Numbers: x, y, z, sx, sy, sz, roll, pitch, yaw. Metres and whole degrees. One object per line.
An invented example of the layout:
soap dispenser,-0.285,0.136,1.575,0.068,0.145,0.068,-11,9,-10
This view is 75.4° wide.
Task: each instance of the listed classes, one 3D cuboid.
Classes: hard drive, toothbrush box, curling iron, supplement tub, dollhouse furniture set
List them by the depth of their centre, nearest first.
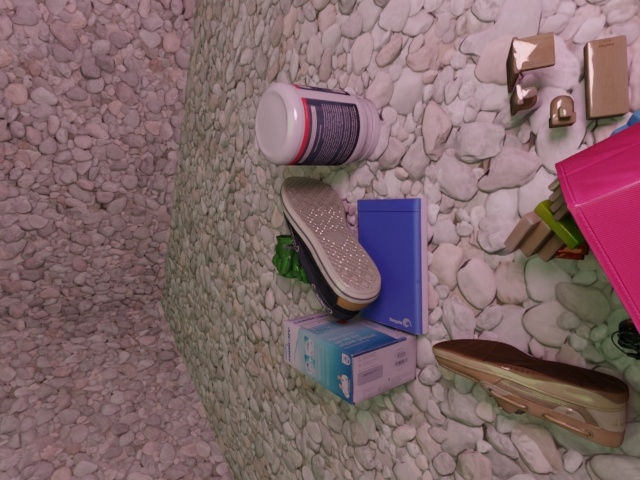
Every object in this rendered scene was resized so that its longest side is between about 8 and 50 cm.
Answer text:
curling iron,0.540,0.109,0.556,0.274,0.035,0.068,-42,67,49
dollhouse furniture set,0.401,-0.260,0.692,0.151,0.123,0.143,-4,93,19
supplement tub,-0.006,-0.282,1.034,0.191,0.272,0.191,12,105,53
hard drive,0.176,0.055,1.038,0.210,0.040,0.318,6,100,53
toothbrush box,0.068,0.281,1.077,0.296,0.217,0.126,9,102,54

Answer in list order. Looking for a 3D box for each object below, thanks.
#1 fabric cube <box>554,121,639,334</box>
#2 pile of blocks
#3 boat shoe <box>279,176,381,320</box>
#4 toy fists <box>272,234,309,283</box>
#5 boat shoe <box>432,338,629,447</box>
fabric cube,0.422,-0.017,0.400,0.258,0.259,0.254,-31,93,32
pile of blocks,0.429,-0.073,0.581,0.112,0.149,0.362,60,137,29
boat shoe,0.000,0.000,1.122,0.500,0.187,0.155,63,145,39
toy fists,-0.066,0.063,1.325,0.279,0.096,0.142,7,103,52
boat shoe,0.355,0.267,0.762,0.341,0.122,0.110,7,100,52
